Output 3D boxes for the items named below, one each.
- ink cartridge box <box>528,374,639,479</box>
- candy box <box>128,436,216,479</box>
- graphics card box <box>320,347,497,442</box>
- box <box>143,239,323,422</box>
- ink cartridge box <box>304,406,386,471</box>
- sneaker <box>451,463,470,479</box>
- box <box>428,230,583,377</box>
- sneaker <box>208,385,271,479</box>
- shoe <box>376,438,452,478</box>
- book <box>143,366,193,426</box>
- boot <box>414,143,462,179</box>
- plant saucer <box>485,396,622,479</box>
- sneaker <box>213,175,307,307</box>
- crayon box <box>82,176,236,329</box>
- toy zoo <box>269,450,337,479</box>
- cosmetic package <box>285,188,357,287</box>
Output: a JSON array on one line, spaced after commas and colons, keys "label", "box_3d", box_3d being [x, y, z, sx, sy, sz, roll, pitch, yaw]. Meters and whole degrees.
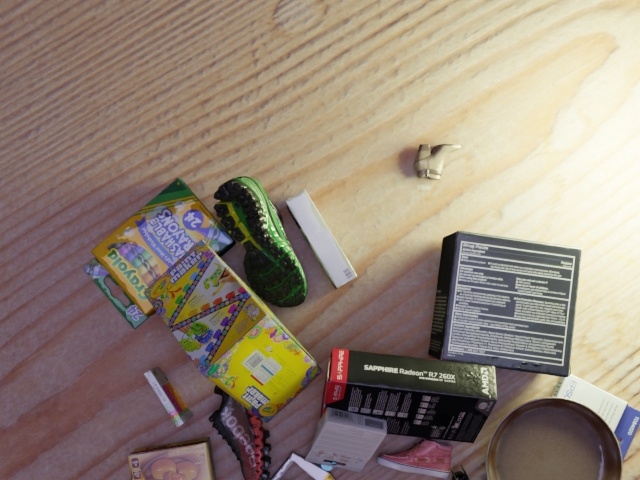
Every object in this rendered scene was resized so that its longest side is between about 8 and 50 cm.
[{"label": "ink cartridge box", "box_3d": [0.634, 0.460, 1.901, 0.223, 0.045, 0.223, 26, 85, 1]}, {"label": "candy box", "box_3d": [-0.324, 0.630, 1.845, 0.182, 0.087, 0.317, -9, 85, -2]}, {"label": "graphics card box", "box_3d": [0.191, 0.354, 1.807, 0.370, 0.233, 0.094, 7, 51, 1]}, {"label": "box", "box_3d": [-0.186, 0.198, 1.735, 0.177, 0.290, 0.279, -42, 50, -4]}, {"label": "ink cartridge box", "box_3d": [0.056, 0.458, 1.830, 0.145, 0.179, 0.045, 15, 45, -11]}, {"label": "sneaker", "box_3d": [0.341, 0.600, 1.861, 0.051, 0.089, 0.170, -19, 85, -3]}, {"label": "box", "box_3d": [0.424, 0.146, 1.857, 0.296, 0.183, 0.294, 8, 86, -1]}, {"label": "sneaker", "box_3d": [-0.188, 0.444, 1.860, 0.135, 0.097, 0.276, -9, 83, -2]}, {"label": "shoe", "box_3d": [0.223, 0.503, 1.883, 0.177, 0.063, 0.081, 12, 83, -5]}, {"label": "book", "box_3d": [-0.356, 0.362, 1.864, 0.035, 0.096, 0.144, -33, 86, -4]}, {"label": "boot", "box_3d": [0.288, -0.192, 1.960, 0.118, 0.042, 0.087, -1, 91, 0]}, {"label": "plant saucer", "box_3d": [0.534, 0.514, 1.850, 0.310, 0.050, 0.311, 0, 89, 2]}, {"label": "sneaker", "box_3d": [-0.117, -0.001, 1.885, 0.134, 0.146, 0.344, -18, 103, 23]}, {"label": "crayon box", "box_3d": [-0.389, 0.033, 1.901, 0.323, 0.083, 0.203, -41, 87, -4]}, {"label": "toy zoo", "box_3d": [-0.056, 0.636, 1.878, 0.192, 0.030, 0.293, 41, 85, 2]}, {"label": "cosmetic package", "box_3d": [0.000, 0.000, 1.905, 0.060, 0.099, 0.239, -31, 86, -1]}]
